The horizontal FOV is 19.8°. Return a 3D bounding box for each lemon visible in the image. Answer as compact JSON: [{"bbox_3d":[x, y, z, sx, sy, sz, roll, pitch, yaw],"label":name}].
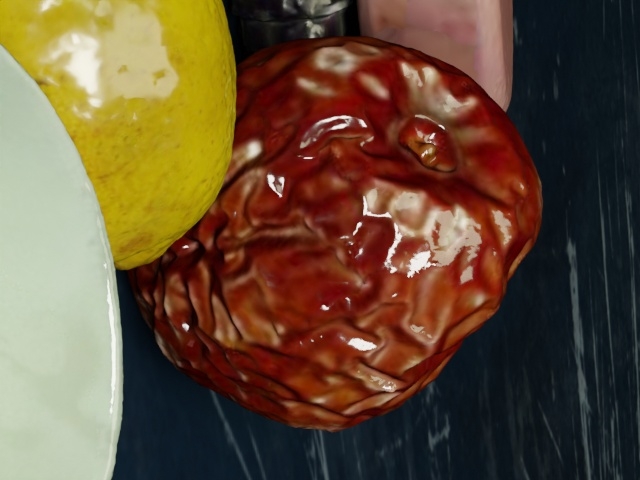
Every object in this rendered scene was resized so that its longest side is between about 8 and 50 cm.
[{"bbox_3d":[-0.124,-0.078,0.913,0.170,0.170,0.207,-35,125,-53],"label":"lemon"}]

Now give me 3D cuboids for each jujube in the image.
[{"bbox_3d":[0.000,0.000,1.043,0.213,0.232,0.213,16,54,-23],"label":"jujube"}]

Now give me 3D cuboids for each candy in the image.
[{"bbox_3d":[0.079,-0.197,1.250,0.255,0.094,0.255,-2,90,-81],"label":"candy"}]

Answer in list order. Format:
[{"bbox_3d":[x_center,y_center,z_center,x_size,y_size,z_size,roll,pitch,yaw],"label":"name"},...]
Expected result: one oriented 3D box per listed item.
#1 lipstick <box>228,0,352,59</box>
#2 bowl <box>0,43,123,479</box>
[{"bbox_3d":[-0.018,-0.142,1.169,0.081,0.081,0.300,-35,127,-53],"label":"lipstick"},{"bbox_3d":[-0.226,0.051,0.751,0.307,0.163,0.307,-4,94,-59],"label":"bowl"}]
